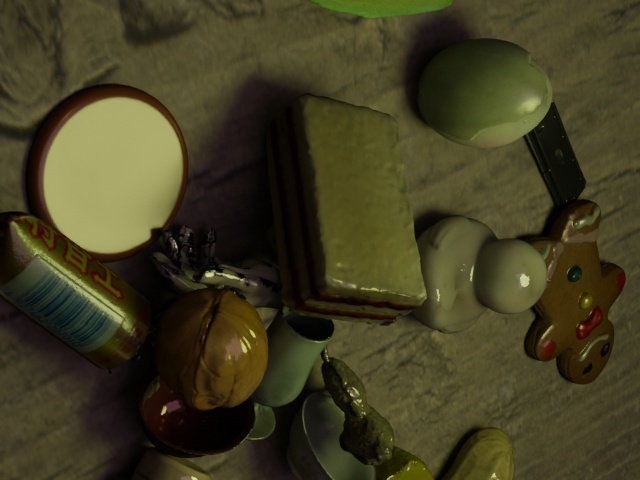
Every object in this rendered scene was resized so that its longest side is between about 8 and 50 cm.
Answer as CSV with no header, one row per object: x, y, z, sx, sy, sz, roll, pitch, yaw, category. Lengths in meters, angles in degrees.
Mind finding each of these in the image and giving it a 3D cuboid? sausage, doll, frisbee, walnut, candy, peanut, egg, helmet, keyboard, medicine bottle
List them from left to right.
-0.360,0.041,1.455,0.317,0.125,0.117,45,73,-36,sausage
-0.286,-0.089,1.542,0.251,0.021,0.250,-12,109,-39,frisbee
-0.263,0.438,1.654,0.114,0.114,0.252,33,82,-41,medicine bottle
-0.189,0.259,1.653,0.175,0.106,0.155,9,56,-12,helmet
-0.151,0.152,1.548,0.159,0.159,0.206,-40,155,-25,walnut
0.031,-0.041,1.647,0.180,0.135,0.320,6,63,-31,candy
0.035,0.232,1.803,0.091,0.202,0.285,-28,124,-12,doll
0.286,0.480,2.130,0.274,0.125,0.111,-55,133,-15,peanut
0.273,0.066,1.941,0.251,0.221,0.221,-19,115,-35,doll
0.278,-0.241,1.849,0.183,0.217,0.183,-12,108,-40,egg
0.449,-0.158,2.148,0.093,0.025,0.230,-48,129,-22,keyboard

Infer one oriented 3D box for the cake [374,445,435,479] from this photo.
0.082,0.480,1.943,0.260,0.156,0.179,-36,117,-26,cake

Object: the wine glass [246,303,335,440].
-0.067,0.191,1.684,0.103,0.103,0.231,-4,137,-40,wine glass

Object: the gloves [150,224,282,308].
-0.150,0.053,1.631,0.212,0.127,0.111,7,125,-24,gloves

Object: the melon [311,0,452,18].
0.079,-0.476,1.619,0.344,0.226,0.331,-7,120,-26,melon

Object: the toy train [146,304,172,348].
-0.214,0.127,1.641,0.093,0.056,0.038,-35,138,-27,toy train

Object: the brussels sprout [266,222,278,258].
0.001,0.001,1.768,0.181,0.100,0.139,6,111,-53,brussels sprout

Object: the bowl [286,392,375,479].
0.001,0.352,1.854,0.086,0.189,0.189,-33,136,23,bowl

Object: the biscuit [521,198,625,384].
0.520,0.128,2.254,0.283,0.064,0.432,-37,126,-21,biscuit
